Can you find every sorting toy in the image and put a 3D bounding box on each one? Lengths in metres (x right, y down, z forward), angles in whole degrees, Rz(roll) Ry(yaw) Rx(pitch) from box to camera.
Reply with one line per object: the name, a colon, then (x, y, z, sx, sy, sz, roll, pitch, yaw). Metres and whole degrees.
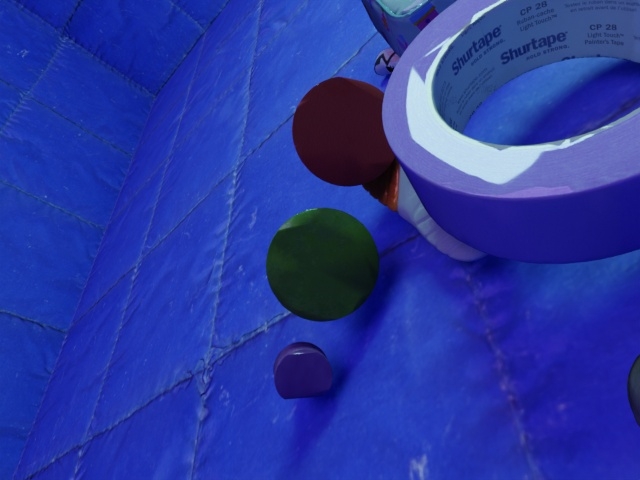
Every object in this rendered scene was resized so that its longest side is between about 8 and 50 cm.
sorting toy: (0.000, 0.000, 0.593, 0.126, 0.127, 0.366, -157, 77, -82)

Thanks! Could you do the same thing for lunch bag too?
lunch bag: (0.176, -0.369, 0.680, 0.224, 0.108, 0.279, -30, 41, 11)

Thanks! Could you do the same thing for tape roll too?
tape roll: (0.194, -0.120, 0.403, 0.274, 0.090, 0.275, -17, 50, 22)

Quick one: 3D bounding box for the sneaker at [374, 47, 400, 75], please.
sneaker: (0.122, -0.279, 0.764, 0.109, 0.040, 0.044, -3, 63, 54)

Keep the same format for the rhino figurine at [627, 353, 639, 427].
rhino figurine: (0.257, 0.109, 0.214, 0.106, 0.073, 0.243, -51, 33, 6)

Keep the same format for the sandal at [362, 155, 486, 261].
sandal: (0.124, -0.064, 0.551, 0.102, 0.076, 0.265, -64, 37, 29)
